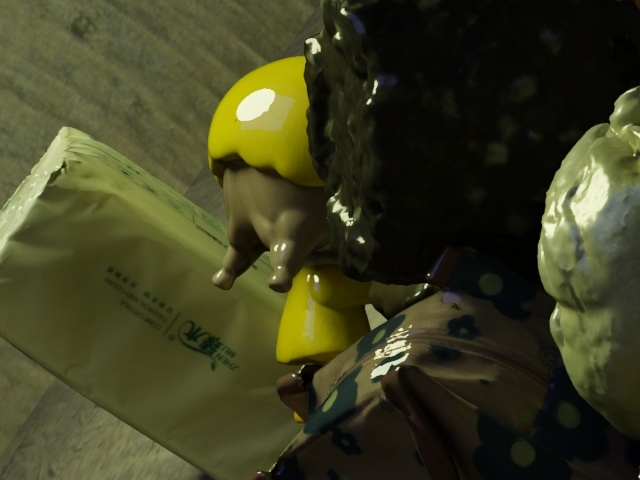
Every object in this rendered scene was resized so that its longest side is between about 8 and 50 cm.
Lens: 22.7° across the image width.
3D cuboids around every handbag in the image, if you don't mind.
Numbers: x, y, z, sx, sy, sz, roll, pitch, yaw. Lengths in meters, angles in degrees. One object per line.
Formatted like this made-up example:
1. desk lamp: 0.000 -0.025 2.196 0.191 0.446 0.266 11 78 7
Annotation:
1. handbag: 0.078 0.145 1.052 0.251 0.193 0.190 -40 14 38

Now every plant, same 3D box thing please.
1. plant: 0.155 -0.087 1.114 0.215 0.312 0.213 106 151 -67

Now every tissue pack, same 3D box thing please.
1. tissue pack: -0.171 0.067 1.675 0.207 0.380 0.297 -54 12 4

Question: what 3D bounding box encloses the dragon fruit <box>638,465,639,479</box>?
1. dragon fruit: 0.263 0.080 0.742 0.295 0.130 0.268 -59 15 -27

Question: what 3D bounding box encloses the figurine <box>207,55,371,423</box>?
1. figurine: 0.000 0.000 1.470 0.215 0.187 0.344 -13 84 57

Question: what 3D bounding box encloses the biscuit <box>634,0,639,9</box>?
1. biscuit: 0.339 -0.303 1.583 0.296 0.075 0.296 -48 10 11

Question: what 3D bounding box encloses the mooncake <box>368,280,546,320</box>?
1. mooncake: 0.155 0.005 1.319 0.228 0.124 0.228 -44 13 13

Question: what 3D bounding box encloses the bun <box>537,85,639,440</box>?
1. bun: 0.209 0.000 0.940 0.229 0.145 0.229 -39 -28 -25
